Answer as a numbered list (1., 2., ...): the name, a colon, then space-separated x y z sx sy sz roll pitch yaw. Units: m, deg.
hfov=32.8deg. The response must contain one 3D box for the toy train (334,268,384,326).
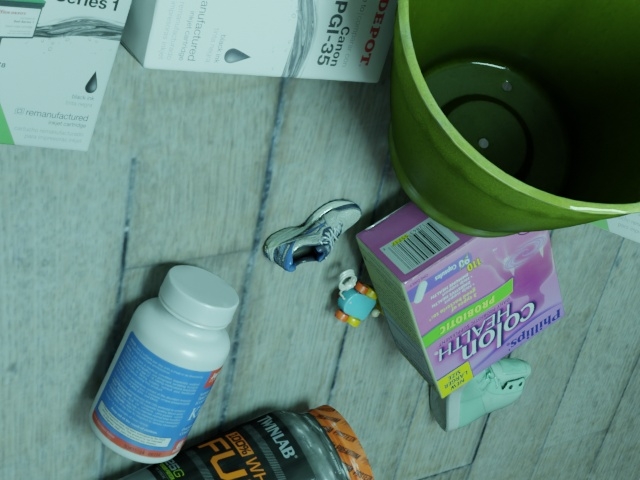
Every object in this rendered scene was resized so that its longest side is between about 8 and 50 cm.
1. toy train: 0.082 0.049 1.482 0.166 0.046 0.125 -18 128 -27

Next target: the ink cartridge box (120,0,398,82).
1. ink cartridge box: -0.049 -0.277 1.080 0.283 0.117 0.207 -2 123 -34

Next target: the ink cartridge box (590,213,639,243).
1. ink cartridge box: 0.433 -0.183 1.385 0.119 0.207 0.354 -8 115 -46

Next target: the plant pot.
1. plant pot: 0.222 -0.159 1.169 0.366 0.367 0.353 -28 172 -15

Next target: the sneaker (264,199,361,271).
1. sneaker: 0.000 0.000 1.372 0.135 0.058 0.052 -31 135 -13

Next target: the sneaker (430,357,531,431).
1. sneaker: 0.249 0.182 1.662 0.151 0.094 0.256 -19 142 -15

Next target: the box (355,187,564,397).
1. box: 0.190 0.049 1.436 0.213 0.117 0.243 -32 134 -11

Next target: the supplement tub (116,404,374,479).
1. supplement tub: -0.108 0.361 1.466 0.337 0.207 0.207 -22 133 -22

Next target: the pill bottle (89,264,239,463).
1. pill bottle: -0.183 0.146 1.305 0.124 0.124 0.222 9 117 -40

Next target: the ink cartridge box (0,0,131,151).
1. ink cartridge box: -0.270 -0.204 0.996 0.160 0.092 0.219 2 122 -37
